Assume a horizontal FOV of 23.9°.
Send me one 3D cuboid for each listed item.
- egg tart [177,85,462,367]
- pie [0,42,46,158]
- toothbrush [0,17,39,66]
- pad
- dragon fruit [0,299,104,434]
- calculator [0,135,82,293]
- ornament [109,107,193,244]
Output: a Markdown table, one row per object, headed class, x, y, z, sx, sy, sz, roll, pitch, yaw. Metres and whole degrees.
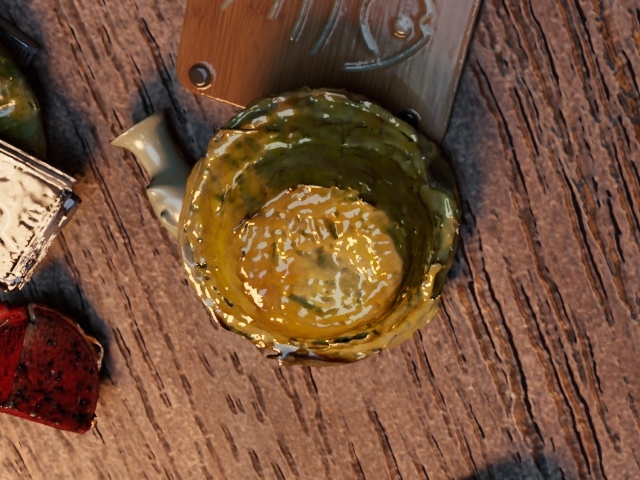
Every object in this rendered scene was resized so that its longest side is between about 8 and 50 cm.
| class | x | y | z | sx | sy | sz | roll | pitch | yaw |
| --- | --- | --- | --- | --- | --- | --- | --- | --- | --- |
| egg tart | 0.000 | 0.000 | 1.448 | 0.295 | 0.116 | 0.295 | -1 | 112 | -2 |
| pie | -0.420 | -0.113 | 1.574 | 0.277 | 0.078 | 0.277 | 2 | 116 | 4 |
| toothbrush | -0.425 | -0.283 | 1.562 | 0.321 | 0.023 | 0.031 | 37 | 112 | 1 |
| pad | 0.012 | -0.236 | 1.438 | 0.284 | 0.018 | 0.286 | 18 | 118 | 10 |
| dragon fruit | -0.326 | 0.142 | 1.682 | 0.161 | 0.120 | 0.127 | -1 | 157 | 45 |
| calculator | -0.395 | -0.059 | 1.551 | 0.274 | 0.028 | 0.166 | 28 | 118 | -19 |
| ornament | -0.145 | -0.052 | 1.533 | 0.075 | 0.081 | 0.156 | -28 | 97 | 43 |
